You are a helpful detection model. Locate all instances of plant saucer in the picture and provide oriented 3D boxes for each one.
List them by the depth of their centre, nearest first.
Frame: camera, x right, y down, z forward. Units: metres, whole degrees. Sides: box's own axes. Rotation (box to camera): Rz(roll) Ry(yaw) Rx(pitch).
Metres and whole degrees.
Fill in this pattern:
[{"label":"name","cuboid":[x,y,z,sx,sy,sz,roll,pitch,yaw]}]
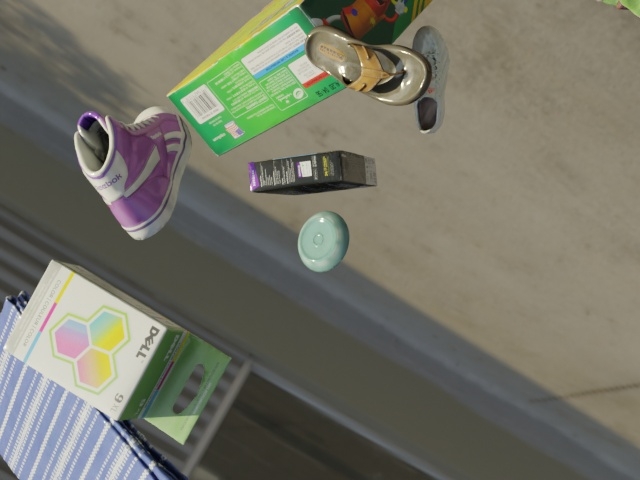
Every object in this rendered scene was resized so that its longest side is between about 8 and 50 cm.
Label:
[{"label":"plant saucer","cuboid":[0.000,0.000,1.866,0.119,0.119,0.021,15,179,37]}]

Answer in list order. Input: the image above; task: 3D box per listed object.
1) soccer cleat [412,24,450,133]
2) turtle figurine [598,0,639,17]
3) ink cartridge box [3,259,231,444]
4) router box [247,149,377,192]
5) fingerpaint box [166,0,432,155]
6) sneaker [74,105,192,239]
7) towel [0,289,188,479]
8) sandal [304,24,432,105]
[{"label":"soccer cleat","cuboid":[0.199,-0.290,1.780,0.068,0.076,0.196,1,109,16]},{"label":"turtle figurine","cuboid":[0.413,-0.375,1.221,0.198,0.275,0.266,-4,-163,14]},{"label":"ink cartridge box","cuboid":[-0.212,0.117,1.023,0.209,0.109,0.062,29,180,15]},{"label":"router box","cuboid":[-0.007,-0.093,1.382,0.133,0.046,0.179,-6,179,18]},{"label":"fingerpaint box","cuboid":[-0.015,-0.370,1.762,0.163,0.371,0.445,50,144,-15]},{"label":"sneaker","cuboid":[-0.266,-0.146,1.384,0.161,0.102,0.282,52,-163,-32]},{"label":"towel","cuboid":[-0.305,0.252,1.202,0.336,0.040,0.243,44,127,21]},{"label":"sandal","cuboid":[0.059,-0.256,1.423,0.219,0.090,0.060,30,-152,24]}]
